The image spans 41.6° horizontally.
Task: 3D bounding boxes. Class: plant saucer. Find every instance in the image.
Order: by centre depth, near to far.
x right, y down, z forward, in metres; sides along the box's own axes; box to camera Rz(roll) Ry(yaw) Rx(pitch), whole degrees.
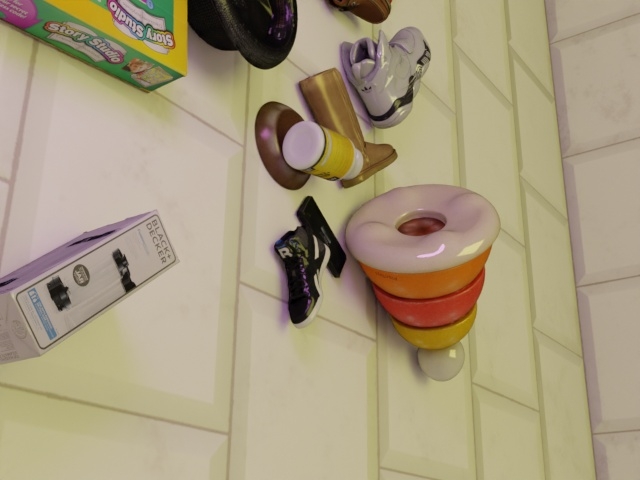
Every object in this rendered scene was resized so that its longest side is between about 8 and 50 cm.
[{"bbox_3d":[-0.065,-0.207,1.804,0.198,0.036,0.198,26,58,-50],"label":"plant saucer"}]

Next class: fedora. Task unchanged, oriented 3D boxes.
[{"bbox_3d":[-0.180,-0.485,1.623,0.334,0.152,0.334,20,66,-57],"label":"fedora"}]

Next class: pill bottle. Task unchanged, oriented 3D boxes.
[{"bbox_3d":[0.011,-0.182,1.780,0.184,0.103,0.103,14,66,-54],"label":"pill bottle"}]

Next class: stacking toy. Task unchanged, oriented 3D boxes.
[{"bbox_3d":[0.257,0.136,2.000,0.350,0.351,0.480,-55,143,-50],"label":"stacking toy"}]

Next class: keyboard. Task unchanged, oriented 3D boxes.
[{"bbox_3d":[0.000,0.000,1.836,0.180,0.023,0.108,59,30,-23],"label":"keyboard"}]

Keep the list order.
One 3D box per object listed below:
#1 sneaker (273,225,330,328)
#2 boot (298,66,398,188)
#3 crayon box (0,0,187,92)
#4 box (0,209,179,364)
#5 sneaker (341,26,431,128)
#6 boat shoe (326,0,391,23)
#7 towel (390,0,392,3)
[{"bbox_3d":[-0.054,0.063,1.689,0.121,0.079,0.217,44,38,-31],"label":"sneaker"},{"bbox_3d":[0.074,-0.284,2.000,0.236,0.089,0.269,-40,110,-55],"label":"boot"},{"bbox_3d":[-0.373,-0.455,1.366,0.363,0.106,0.313,21,62,-53],"label":"crayon box"},{"bbox_3d":[-0.347,0.062,1.146,0.290,0.169,0.087,-41,112,-55],"label":"box"},{"bbox_3d":[0.172,-0.479,2.174,0.210,0.137,0.366,51,43,-37],"label":"sneaker"},{"bbox_3d":[0.057,-0.619,2.100,0.307,0.111,0.104,30,57,-36],"label":"boat shoe"},{"bbox_3d":[0.144,-0.804,2.362,0.275,0.031,0.199,53,41,-28],"label":"towel"}]
